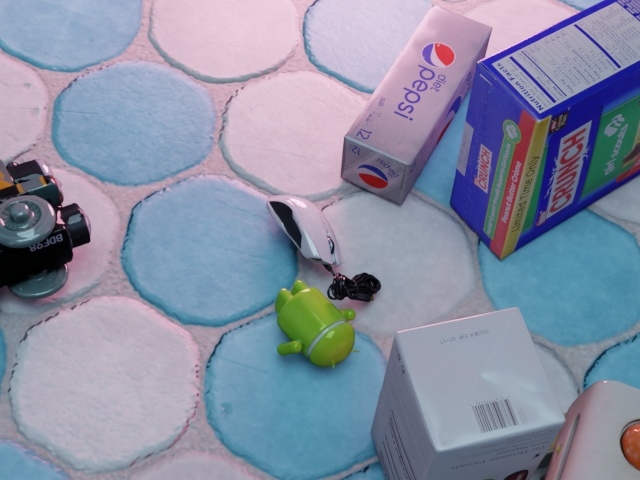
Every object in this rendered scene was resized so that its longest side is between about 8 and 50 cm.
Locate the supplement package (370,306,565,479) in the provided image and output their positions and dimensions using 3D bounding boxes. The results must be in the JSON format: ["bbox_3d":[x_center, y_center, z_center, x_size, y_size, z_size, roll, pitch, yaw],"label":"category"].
[{"bbox_3d":[0.146,0.198,1.177,0.139,0.244,0.134,-11,58,-11],"label":"supplement package"}]

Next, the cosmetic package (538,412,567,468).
[{"bbox_3d":[0.261,0.231,1.277,0.115,0.060,0.041,-12,60,-15],"label":"cosmetic package"}]

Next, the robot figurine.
[{"bbox_3d":[-0.006,0.103,1.332,0.101,0.067,0.115,-28,63,-35],"label":"robot figurine"}]

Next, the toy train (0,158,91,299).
[{"bbox_3d":[-0.448,0.003,1.323,0.333,0.142,0.190,-22,52,-18],"label":"toy train"}]

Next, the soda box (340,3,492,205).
[{"bbox_3d":[0.133,-0.189,1.521,0.098,0.091,0.286,24,58,12],"label":"soda box"}]

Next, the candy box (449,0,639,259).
[{"bbox_3d":[0.332,-0.158,1.414,0.317,0.268,0.122,-28,60,-20],"label":"candy box"}]

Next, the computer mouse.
[{"bbox_3d":[0.000,0.000,1.390,0.106,0.042,0.193,6,39,-55],"label":"computer mouse"}]

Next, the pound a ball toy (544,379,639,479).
[{"bbox_3d":[0.339,0.289,1.146,0.208,0.136,0.319,26,61,3],"label":"pound a ball toy"}]
